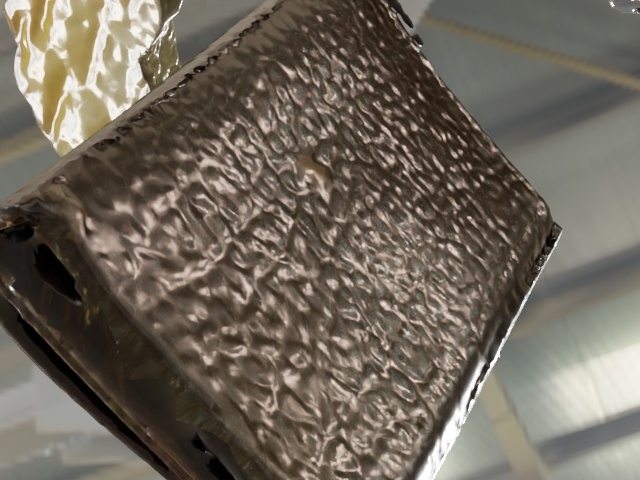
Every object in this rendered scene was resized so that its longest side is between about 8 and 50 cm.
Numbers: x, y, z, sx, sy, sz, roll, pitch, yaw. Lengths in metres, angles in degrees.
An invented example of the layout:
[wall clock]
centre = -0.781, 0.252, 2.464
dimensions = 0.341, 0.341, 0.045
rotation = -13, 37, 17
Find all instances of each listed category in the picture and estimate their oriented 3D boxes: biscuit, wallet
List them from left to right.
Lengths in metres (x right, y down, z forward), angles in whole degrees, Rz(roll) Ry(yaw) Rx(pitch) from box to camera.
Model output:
[biscuit]
centre = -0.102, -0.103, 0.882
dimensions = 0.061, 0.118, 0.183
rotation = -32, -49, -41
[wallet]
centre = 0.000, 0.000, 0.513
dimensions = 0.039, 0.243, 0.133
rotation = -37, -82, 31

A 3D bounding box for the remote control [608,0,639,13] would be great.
[remote control]
centre = 0.270, -0.150, 1.009
dimensions = 0.212, 0.028, 0.059
rotation = -2, -5, 13
